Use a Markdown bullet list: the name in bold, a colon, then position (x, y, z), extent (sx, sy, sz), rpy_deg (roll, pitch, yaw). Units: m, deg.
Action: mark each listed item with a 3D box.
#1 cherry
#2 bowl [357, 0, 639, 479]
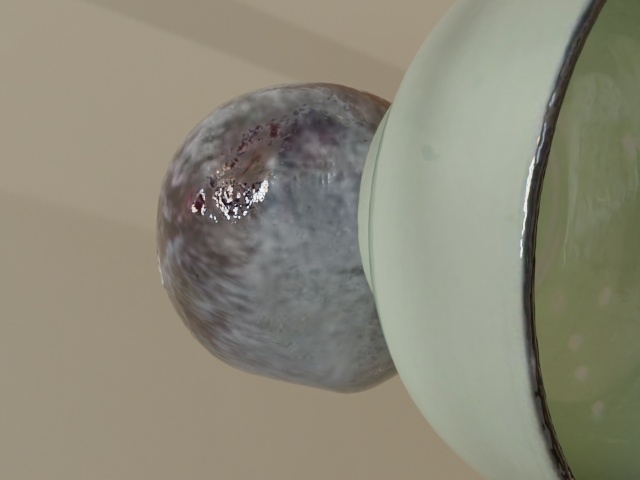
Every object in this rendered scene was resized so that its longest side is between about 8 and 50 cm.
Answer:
- **cherry**: position (0.000, 0.000, 1.100), extent (0.296, 0.255, 0.218), rpy_deg (69, -154, -59)
- **bowl**: position (0.145, -0.012, 0.800), extent (0.354, 0.185, 0.353), rpy_deg (-9, -77, -45)
